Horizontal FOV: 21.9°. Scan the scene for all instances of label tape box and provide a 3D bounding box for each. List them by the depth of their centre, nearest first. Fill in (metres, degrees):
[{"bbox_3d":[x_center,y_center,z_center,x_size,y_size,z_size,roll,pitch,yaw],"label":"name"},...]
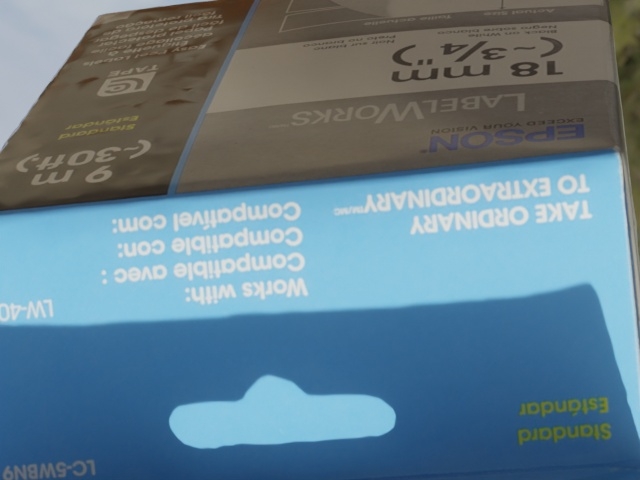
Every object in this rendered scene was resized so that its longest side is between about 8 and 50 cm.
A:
[{"bbox_3d":[0.000,0.000,0.630,0.240,0.106,0.334,-5,-154,10],"label":"label tape box"}]
